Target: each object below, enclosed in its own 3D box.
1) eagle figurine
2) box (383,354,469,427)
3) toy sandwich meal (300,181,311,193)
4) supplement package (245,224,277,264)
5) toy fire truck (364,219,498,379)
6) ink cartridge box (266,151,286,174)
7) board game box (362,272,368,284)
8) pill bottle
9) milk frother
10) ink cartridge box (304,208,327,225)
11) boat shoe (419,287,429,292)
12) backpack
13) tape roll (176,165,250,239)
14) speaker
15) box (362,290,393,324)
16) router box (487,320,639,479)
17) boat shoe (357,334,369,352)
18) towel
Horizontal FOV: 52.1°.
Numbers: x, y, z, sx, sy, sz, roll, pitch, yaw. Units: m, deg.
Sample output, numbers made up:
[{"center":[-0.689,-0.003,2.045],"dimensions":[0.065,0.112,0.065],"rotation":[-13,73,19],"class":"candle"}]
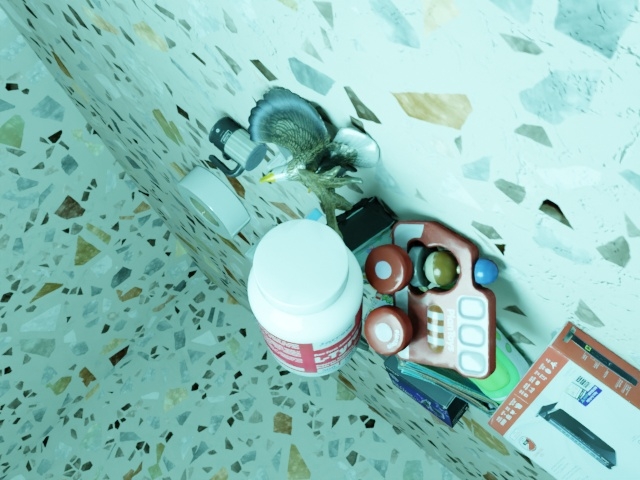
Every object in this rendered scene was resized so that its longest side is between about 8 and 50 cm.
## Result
[{"center":[-0.029,-0.173,1.357],"dimensions":[0.298,0.225,0.226],"rotation":[-110,31,-55],"class":"eagle figurine"},{"center":[0.350,0.478,2.165],"dimensions":[0.261,0.103,0.184],"rotation":[32,158,34],"class":"box"},{"center":[-0.045,-0.153,1.638],"dimensions":[0.085,0.029,0.086],"rotation":[39,163,14],"class":"toy sandwich meal"},{"center":[-0.103,0.081,2.148],"dimensions":[0.194,0.149,0.203],"rotation":[53,162,-29],"class":"supplement package"},{"center":[0.236,0.112,1.318],"dimensions":[0.253,0.302,0.169],"rotation":[4,-173,35],"class":"toy fire truck"},{"center":[-0.113,-0.188,1.678],"dimensions":[0.028,0.048,0.083],"rotation":[41,164,6],"class":"ink cartridge box"},{"center":[0.105,0.081,1.774],"dimensions":[0.136,0.030,0.259],"rotation":[20,167,-11],"class":"board game box"},{"center":[-0.025,0.124,1.345],"dimensions":[0.229,0.229,0.408],"rotation":[38,162,18],"class":"pill bottle"},{"center":[-0.211,-0.240,1.733],"dimensions":[0.134,0.129,0.143],"rotation":[39,-154,15],"class":"milk frother"},{"center":[0.000,0.000,1.807],"dimensions":[0.143,0.090,0.092],"rotation":[44,164,0],"class":"ink cartridge box"},{"center":[0.242,0.153,1.649],"dimensions":[0.190,0.072,0.068],"rotation":[51,162,-24],"class":"boat shoe"},{"center":[0.078,-0.001,1.482],"dimensions":[0.144,0.166,0.188],"rotation":[52,163,-4],"class":"backpack"},{"center":[-0.389,-0.134,2.376],"dimensions":[0.286,0.100,0.286],"rotation":[39,163,15],"class":"tape roll"},{"center":[0.357,0.239,1.498],"dimensions":[0.296,0.131,0.131],"rotation":[47,163,-14],"class":"speaker"},{"center":[0.209,0.215,1.804],"dimensions":[0.036,0.114,0.207],"rotation":[29,174,-36],"class":"box"},{"center":[0.527,0.360,1.287],"dimensions":[0.301,0.082,0.336],"rotation":[37,142,20],"class":"router box"},{"center":[0.053,0.279,2.391],"dimensions":[0.335,0.096,0.112],"rotation":[35,-174,12],"class":"boat shoe"},{"center":[0.316,0.349,1.720],"dimensions":[0.271,0.040,0.370],"rotation":[26,-179,2],"class":"towel"}]
